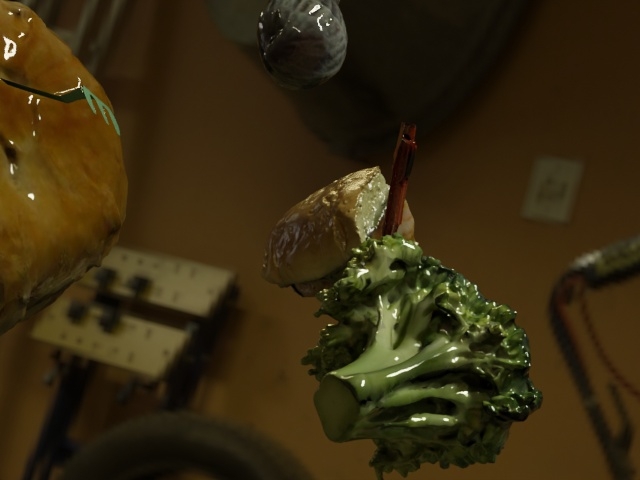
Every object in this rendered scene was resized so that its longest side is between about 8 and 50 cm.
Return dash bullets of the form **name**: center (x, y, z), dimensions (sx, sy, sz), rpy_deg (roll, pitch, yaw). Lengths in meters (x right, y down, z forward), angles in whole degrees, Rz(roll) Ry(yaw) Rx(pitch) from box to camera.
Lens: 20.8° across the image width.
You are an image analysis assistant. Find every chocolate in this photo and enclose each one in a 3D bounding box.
- **chocolate**: center (-0.014, -0.180, 1.372), dimensions (0.072, 0.167, 0.072), rpy_deg (0, -47, 0)

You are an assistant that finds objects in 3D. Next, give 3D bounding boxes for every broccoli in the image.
- **broccoli**: center (0.091, 0.132, 1.769), dimensions (0.247, 0.263, 0.243), rpy_deg (12, 18, 34)

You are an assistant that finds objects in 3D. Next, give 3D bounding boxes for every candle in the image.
- **candle**: center (0.080, -0.044, 1.872), dimensions (0.021, 0.167, 0.026), rpy_deg (4, 10, -43)

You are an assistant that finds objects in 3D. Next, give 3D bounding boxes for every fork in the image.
- **fork**: center (-0.220, -0.125, 1.458), dimensions (0.039, 0.021, 0.235), rpy_deg (47, -12, -32)

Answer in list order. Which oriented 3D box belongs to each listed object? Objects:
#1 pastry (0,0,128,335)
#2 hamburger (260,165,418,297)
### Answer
- **pastry**: center (-0.393, -0.072, 1.811), dimensions (0.409, 0.409, 0.245), rpy_deg (18, -29, -41)
- **hamburger**: center (0.000, 0.000, 2.157), dimensions (0.207, 0.135, 0.155), rpy_deg (-11, 11, 32)
